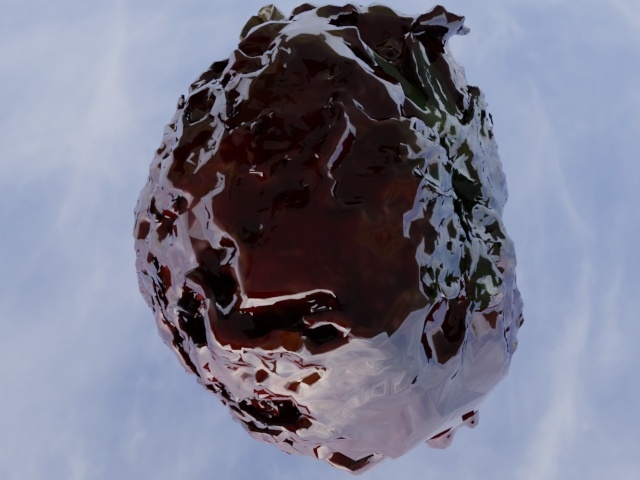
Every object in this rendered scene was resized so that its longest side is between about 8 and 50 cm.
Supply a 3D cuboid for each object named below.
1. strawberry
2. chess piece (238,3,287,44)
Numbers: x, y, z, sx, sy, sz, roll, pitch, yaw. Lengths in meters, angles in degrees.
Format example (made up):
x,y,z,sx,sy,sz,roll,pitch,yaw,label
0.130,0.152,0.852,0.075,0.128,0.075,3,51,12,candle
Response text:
x,y,z,sx,sy,sz,roll,pitch,yaw,label
0.000,0.000,0.448,0.220,0.274,0.274,-10,-131,31,strawberry
-0.019,-0.163,0.721,0.066,0.122,0.066,-29,-137,31,chess piece
